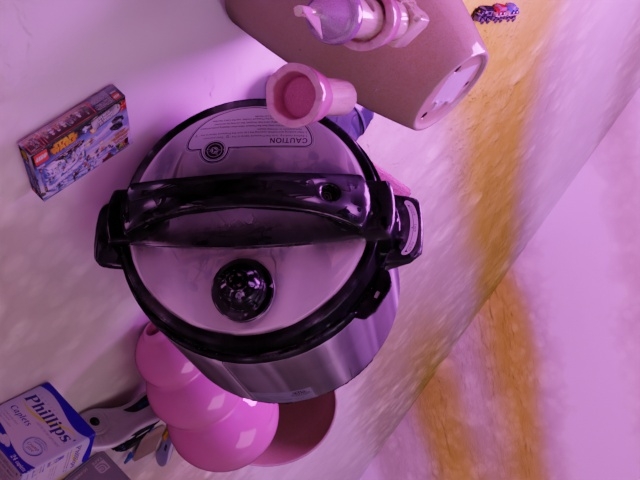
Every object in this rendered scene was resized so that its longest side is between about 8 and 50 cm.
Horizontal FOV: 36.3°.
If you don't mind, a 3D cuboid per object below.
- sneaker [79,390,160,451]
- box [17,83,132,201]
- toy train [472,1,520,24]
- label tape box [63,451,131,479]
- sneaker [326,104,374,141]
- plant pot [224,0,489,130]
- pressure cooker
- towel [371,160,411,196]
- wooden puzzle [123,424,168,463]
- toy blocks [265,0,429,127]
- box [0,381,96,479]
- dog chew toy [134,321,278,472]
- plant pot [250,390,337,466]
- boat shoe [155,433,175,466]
[{"bbox_3d":[-0.378,0.351,1.751,0.216,0.079,0.121,-15,151,-45],"label":"sneaker"},{"bbox_3d":[-0.290,-0.116,1.165,0.137,0.027,0.094,-38,159,-25],"label":"box"},{"bbox_3d":[0.333,-0.430,1.838,0.158,0.027,0.036,-19,134,-51],"label":"toy train"},{"bbox_3d":[-0.341,0.599,1.876,0.115,0.347,0.249,-37,156,-27],"label":"label tape box"},{"bbox_3d":[0.011,-0.224,1.497,0.163,0.086,0.226,-59,145,-19],"label":"sneaker"},{"bbox_3d":[0.068,-0.274,1.199,0.256,0.274,0.256,-40,164,-14],"label":"plant pot"},{"bbox_3d":[-0.071,0.015,1.342,0.370,0.375,0.420,-42,159,-8],"label":"pressure cooker"},{"bbox_3d":[0.000,0.000,1.695,0.329,0.037,0.237,-50,146,8],"label":"towel"},{"bbox_3d":[-0.353,0.414,2.002,0.116,0.014,0.079,-14,136,-56],"label":"wooden puzzle"},{"bbox_3d":[-0.018,-0.307,0.945,0.309,0.289,0.260,-43,168,24],"label":"toy blocks"},{"bbox_3d":[-0.436,0.301,1.479,0.137,0.126,0.072,-26,149,-46],"label":"box"},{"bbox_3d":[-0.209,0.257,1.704,0.206,0.206,0.332,-42,129,-14],"label":"dog chew toy"},{"bbox_3d":[-0.106,0.279,1.951,0.284,0.284,0.191,-54,-170,16],"label":"plant pot"},{"bbox_3d":[-0.323,0.442,2.082,0.035,0.035,0.100,-19,138,-48],"label":"boat shoe"}]
